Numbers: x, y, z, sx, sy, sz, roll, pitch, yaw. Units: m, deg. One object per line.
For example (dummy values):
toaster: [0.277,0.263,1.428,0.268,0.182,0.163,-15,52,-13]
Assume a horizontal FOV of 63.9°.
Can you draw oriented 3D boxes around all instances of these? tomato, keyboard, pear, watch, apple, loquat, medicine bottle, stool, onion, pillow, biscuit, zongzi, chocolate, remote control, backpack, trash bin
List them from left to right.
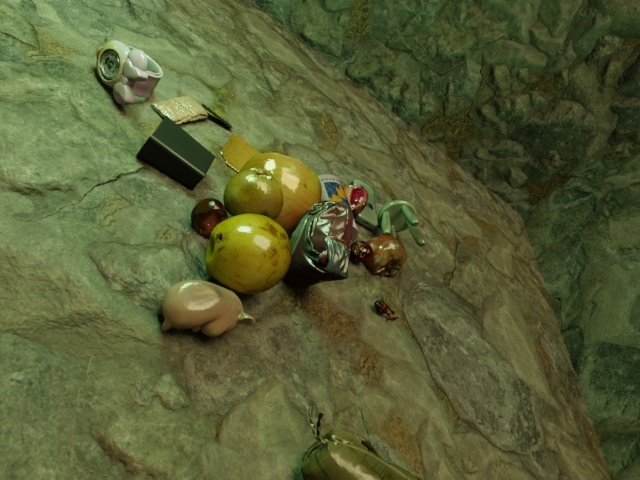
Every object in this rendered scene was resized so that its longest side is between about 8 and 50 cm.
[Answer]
watch: [-0.689,-0.633,1.922,0.248,0.210,0.218,46,24,14]
trash bin: [-0.509,-0.310,1.842,0.226,0.115,0.165,35,36,-19]
pillow: [-0.561,-0.527,2.072,0.126,0.043,0.232,45,36,7]
chocolate: [-0.372,-0.085,1.743,0.127,0.133,0.124,57,32,11]
keyboard: [-0.442,-0.531,2.199,0.155,0.010,0.053,34,11,-32]
biscuit: [-0.308,-0.337,2.177,0.237,0.013,0.232,36,35,-14]
pear: [-0.230,0.040,1.655,0.281,0.281,0.280,29,38,-25]
loquat: [-0.232,-0.145,1.791,0.213,0.213,0.213,29,38,-25]
apple: [-0.176,-0.180,2.015,0.309,0.313,0.252,30,-6,-32]
backpack: [0.000,0.000,1.856,0.197,0.283,0.316,25,64,-36]
medicine bottle: [0.042,-0.124,2.190,0.178,0.178,0.290,15,44,-39]
tomato: [0.138,-0.176,2.405,0.099,0.190,0.173,64,27,-49]
onion: [0.173,0.050,2.235,0.107,0.097,0.107,0,43,0]
remote control: [0.211,-0.186,2.546,0.140,0.056,0.296,28,37,-26]
zongzi: [0.145,0.695,1.530,0.500,0.218,0.467,43,7,15]
tomato: [0.302,0.059,2.316,0.214,0.155,0.180,7,46,-42]
stool: [0.383,-0.067,2.469,0.198,0.196,0.195,-96,163,-51]

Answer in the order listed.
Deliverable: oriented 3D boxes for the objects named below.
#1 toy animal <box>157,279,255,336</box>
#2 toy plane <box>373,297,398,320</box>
toy animal: [-0.332,0.194,1.480,0.250,0.154,0.166,15,37,-42]
toy plane: [0.265,0.288,2.120,0.145,0.060,0.037,48,30,-26]
